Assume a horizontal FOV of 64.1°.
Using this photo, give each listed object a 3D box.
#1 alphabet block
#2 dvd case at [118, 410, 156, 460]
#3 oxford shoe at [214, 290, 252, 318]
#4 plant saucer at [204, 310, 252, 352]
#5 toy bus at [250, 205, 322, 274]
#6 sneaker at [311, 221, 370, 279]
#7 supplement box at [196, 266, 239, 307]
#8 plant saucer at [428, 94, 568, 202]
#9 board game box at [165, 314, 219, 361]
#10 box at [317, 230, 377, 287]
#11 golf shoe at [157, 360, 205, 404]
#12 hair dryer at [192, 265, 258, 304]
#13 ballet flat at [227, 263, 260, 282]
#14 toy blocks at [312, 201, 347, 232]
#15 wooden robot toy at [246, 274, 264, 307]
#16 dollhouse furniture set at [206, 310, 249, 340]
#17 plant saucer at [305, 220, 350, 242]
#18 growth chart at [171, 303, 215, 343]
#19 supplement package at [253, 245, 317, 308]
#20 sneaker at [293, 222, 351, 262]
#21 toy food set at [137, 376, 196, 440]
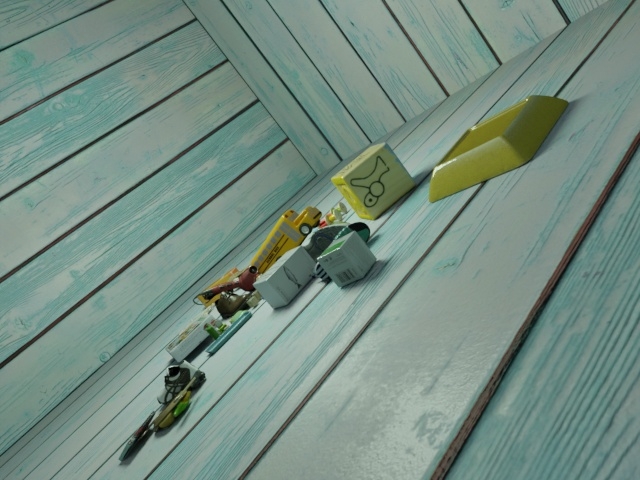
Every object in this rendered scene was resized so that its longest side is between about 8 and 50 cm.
[{"bbox_3d":[0.182,-0.205,1.792,0.197,0.192,0.193,-38,9,-5],"label":"alphabet block"},{"bbox_3d":[-0.494,0.527,1.382,0.087,0.013,0.119,-56,1,32],"label":"dvd case"},{"bbox_3d":[-0.340,0.234,1.938,0.227,0.096,0.083,-25,15,46],"label":"oxford shoe"},{"bbox_3d":[-0.306,0.310,1.720,0.192,0.018,0.067,-44,12,-30],"label":"plant saucer"},{"bbox_3d":[-0.131,-0.002,1.995,0.333,0.130,0.108,-53,-3,27],"label":"toy bus"},{"bbox_3d":[0.054,0.028,1.542,0.223,0.083,0.098,-43,7,-19],"label":"sneaker"},{"bbox_3d":[-0.484,0.228,2.479,0.233,0.078,0.080,-35,11,15],"label":"supplement box"},{"bbox_3d":[0.466,-0.268,1.409,0.333,0.081,0.332,-46,12,-34],"label":"plant saucer"},{"bbox_3d":[-0.487,0.364,1.925,0.193,0.053,0.305,-43,7,-21],"label":"board game box"},{"bbox_3d":[0.070,0.049,1.337,0.101,0.102,0.087,-29,12,45],"label":"box"},{"bbox_3d":[-0.426,0.411,1.501,0.198,0.094,0.077,-35,12,25],"label":"golf shoe"},{"bbox_3d":[-0.341,0.187,2.024,0.293,0.080,0.223,-36,-13,25],"label":"hair dryer"},{"bbox_3d":[-0.348,0.167,2.319,0.206,0.073,0.067,-39,25,17],"label":"ballet flat"},{"bbox_3d":[0.032,-0.090,2.159,0.148,0.054,0.123,-32,13,33],"label":"toy blocks"},{"bbox_3d":[-0.216,0.163,1.867,0.173,0.079,0.076,-44,12,-28],"label":"wooden robot toy"},{"bbox_3d":[-0.328,0.281,1.797,0.152,0.059,0.076,-46,13,-32],"label":"dollhouse furniture set"},{"bbox_3d":[0.000,0.000,1.918,0.188,0.045,0.188,-27,16,45],"label":"plant saucer"},{"bbox_3d":[-0.567,0.372,2.305,0.172,0.021,0.237,-34,12,20],"label":"growth chart"},{"bbox_3d":[-0.106,0.116,1.628,0.179,0.105,0.105,-46,13,-33],"label":"supplement package"},{"bbox_3d":[0.014,0.007,1.703,0.297,0.111,0.129,-26,8,42],"label":"sneaker"},{"bbox_3d":[-0.400,0.462,1.377,0.192,0.038,0.132,-46,2,20],"label":"toy food set"}]
